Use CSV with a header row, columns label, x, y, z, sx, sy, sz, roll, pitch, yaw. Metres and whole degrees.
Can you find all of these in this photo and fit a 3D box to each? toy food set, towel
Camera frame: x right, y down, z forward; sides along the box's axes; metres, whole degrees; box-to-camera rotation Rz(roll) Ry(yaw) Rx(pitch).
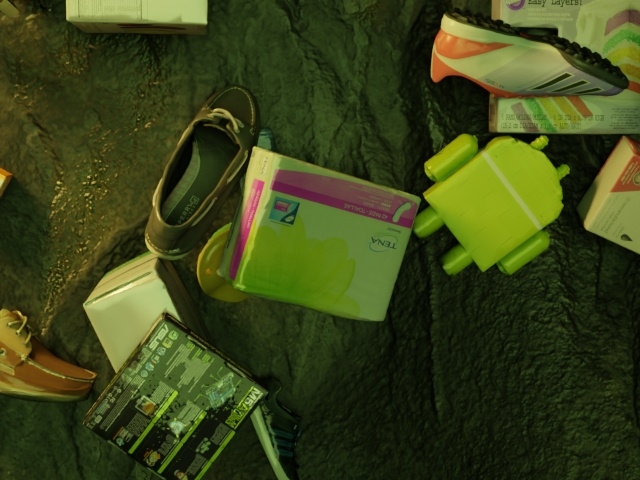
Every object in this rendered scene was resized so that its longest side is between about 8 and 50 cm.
label,x,y,z,sx,sy,sz,roll,pitch,yaw
toy food set,-0.114,0.013,1.643,0.218,0.071,0.128,-26,118,-20
towel,-0.104,-0.125,1.653,0.067,0.029,0.119,-7,96,-5

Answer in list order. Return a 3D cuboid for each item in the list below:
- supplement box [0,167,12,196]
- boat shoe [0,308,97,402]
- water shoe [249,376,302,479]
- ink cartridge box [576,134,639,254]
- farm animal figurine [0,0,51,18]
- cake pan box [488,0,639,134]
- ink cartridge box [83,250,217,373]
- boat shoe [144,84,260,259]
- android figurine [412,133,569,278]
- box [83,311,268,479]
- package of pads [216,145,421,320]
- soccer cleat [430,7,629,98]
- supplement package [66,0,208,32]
label,x,y,z,sx,sy,sz,roll,pitch,yaw
supplement box,-0.538,-0.069,1.601,0.036,0.062,0.098,30,93,-9
boat shoe,-0.517,0.172,1.602,0.324,0.122,0.120,18,91,-8
water shoe,-0.062,0.330,1.686,0.080,0.073,0.203,-24,98,-5
ink cartridge box,0.570,-0.054,1.674,0.218,0.092,0.158,23,115,-9
farm animal figurine,-0.509,-0.484,1.473,0.330,0.172,0.327,-29,134,-6
cake pan box,0.408,-0.299,1.666,0.267,0.070,0.246,1,94,-5
ink cartridge box,-0.254,0.138,1.536,0.121,0.289,0.211,-25,98,-3
boat shoe,-0.171,-0.122,1.540,0.112,0.095,0.335,24,62,-2
android figurine,0.289,-0.065,1.674,0.273,0.056,0.248,-39,100,7
box,-0.200,0.228,1.386,0.184,0.045,0.190,36,93,-11
package of pads,0.000,0.000,1.595,0.296,0.101,0.229,14,96,-29
soccer cleat,0.331,-0.272,1.589,0.318,0.108,0.116,15,115,-8
supplement package,-0.273,-0.396,1.524,0.203,0.194,0.149,0,97,-5
